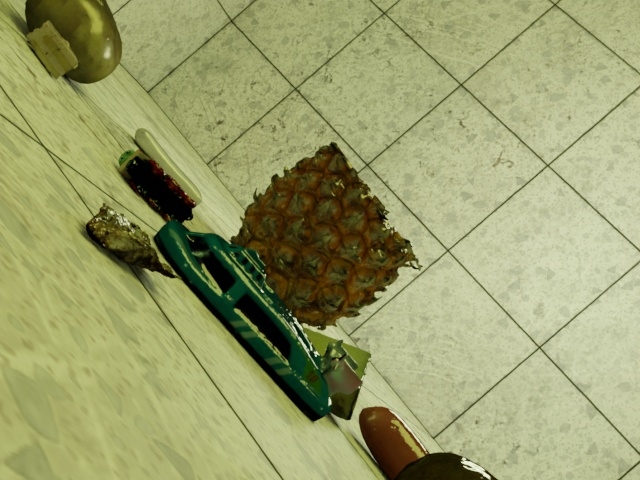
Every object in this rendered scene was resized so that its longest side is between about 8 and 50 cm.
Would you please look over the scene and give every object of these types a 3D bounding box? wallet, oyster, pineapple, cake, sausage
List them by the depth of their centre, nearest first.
[{"bbox_3d":[-0.175,0.001,0.798,0.086,0.029,0.132,41,-3,45],"label":"oyster"},{"bbox_3d":[0.123,0.318,1.266,0.194,0.077,0.077,51,1,27],"label":"sausage"},{"bbox_3d":[-0.416,-0.292,1.375,0.065,0.052,0.121,56,-4,-39],"label":"cake"},{"bbox_3d":[0.001,0.003,1.744,0.352,0.300,0.352,49,-1,2],"label":"pineapple"},{"bbox_3d":[-0.305,-0.148,1.769,0.190,0.033,0.095,50,-2,-15],"label":"wallet"}]

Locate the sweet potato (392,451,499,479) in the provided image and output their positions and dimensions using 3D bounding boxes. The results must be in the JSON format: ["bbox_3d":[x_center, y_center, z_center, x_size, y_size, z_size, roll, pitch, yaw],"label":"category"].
[{"bbox_3d":[0.132,0.292,0.949,0.130,0.130,0.422,49,-5,12],"label":"sweet potato"}]

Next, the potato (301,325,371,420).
[{"bbox_3d":[0.000,0.195,1.252,0.120,0.081,0.149,20,16,5],"label":"potato"}]

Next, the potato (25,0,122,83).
[{"bbox_3d":[-0.434,-0.380,1.572,0.191,0.141,0.296,52,-4,-22],"label":"potato"}]

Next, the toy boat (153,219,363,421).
[{"bbox_3d":[-0.072,0.078,1.075,0.299,0.092,0.134,50,3,-12],"label":"toy boat"}]

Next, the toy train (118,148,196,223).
[{"bbox_3d":[-0.233,-0.079,1.249,0.087,0.050,0.138,43,-4,46],"label":"toy train"}]
